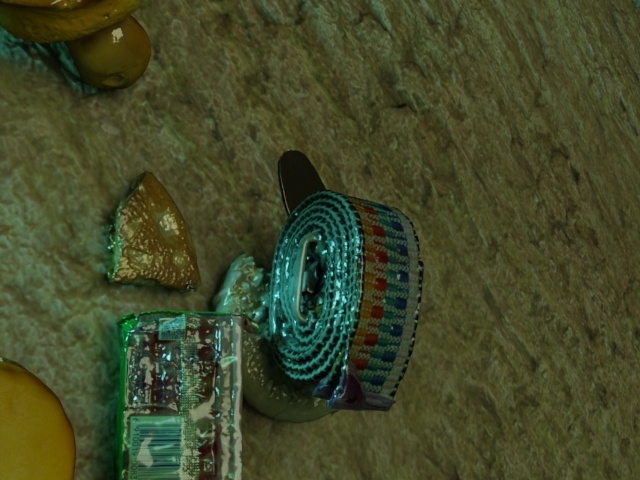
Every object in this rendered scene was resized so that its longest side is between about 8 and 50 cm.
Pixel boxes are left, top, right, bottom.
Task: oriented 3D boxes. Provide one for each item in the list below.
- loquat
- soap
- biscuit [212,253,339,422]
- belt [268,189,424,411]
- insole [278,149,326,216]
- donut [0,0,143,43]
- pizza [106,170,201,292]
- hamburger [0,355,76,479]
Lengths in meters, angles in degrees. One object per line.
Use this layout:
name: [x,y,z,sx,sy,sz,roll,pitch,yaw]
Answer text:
loquat: [-0.302,-0.278,1.146,0.137,0.113,0.137,50,17,-22]
soap: [-0.186,0.227,1.059,0.218,0.098,0.273,5,71,-18]
biscuit: [-0.066,0.168,1.232,0.281,0.084,0.179,46,53,-15]
belt: [0.019,0.079,1.146,0.161,0.207,0.294,15,79,-37]
insole: [0.000,0.000,1.404,0.111,0.007,0.327,-14,86,-44]
donut: [-0.335,-0.359,1.061,0.118,0.254,0.253,85,27,-48]
pizza: [-0.241,0.012,1.142,0.182,0.063,0.161,60,39,-17]
hamburger: [-0.386,0.233,0.848,0.246,0.170,0.246,1,88,-43]
